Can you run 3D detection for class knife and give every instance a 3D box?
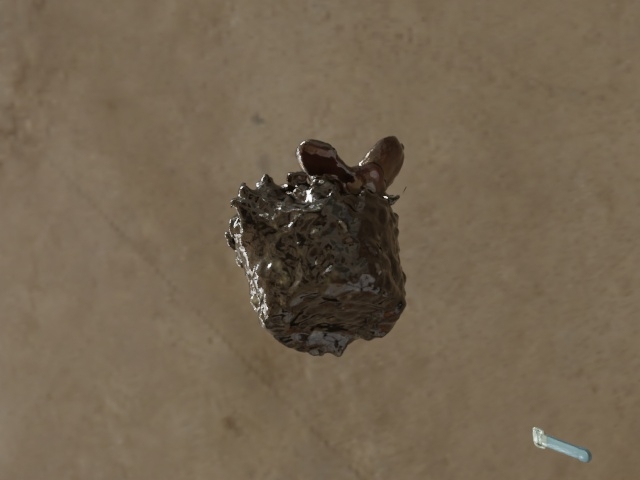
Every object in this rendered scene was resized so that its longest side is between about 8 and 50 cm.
[{"bbox_3d":[0.299,0.253,1.801,0.096,0.010,0.027,17,120,50],"label":"knife"}]

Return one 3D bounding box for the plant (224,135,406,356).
[{"bbox_3d":[0.000,0.000,1.630,0.204,0.178,0.234,-17,64,17],"label":"plant"}]
